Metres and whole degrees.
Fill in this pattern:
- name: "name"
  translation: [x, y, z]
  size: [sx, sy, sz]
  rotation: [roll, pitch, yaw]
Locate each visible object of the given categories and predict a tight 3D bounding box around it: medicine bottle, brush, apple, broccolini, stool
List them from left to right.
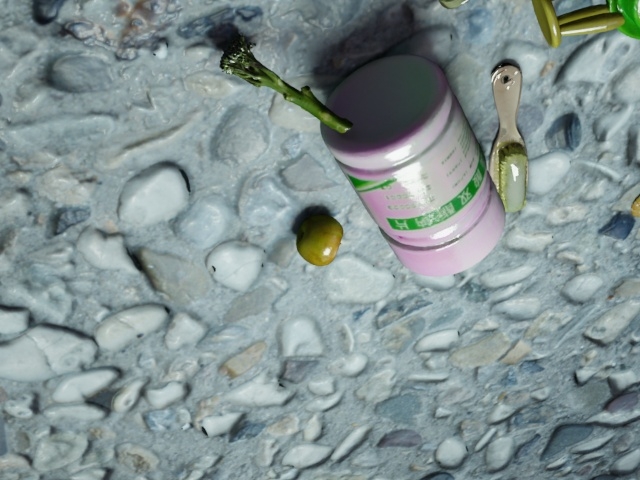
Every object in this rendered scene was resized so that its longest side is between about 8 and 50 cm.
- name: "broccolini"
  translation: [-0.051, -0.218, 1.598]
  size: [0.216, 0.067, 0.058]
  rotation: [33, 139, -8]
- name: "apple"
  translation: [0.000, 0.000, 1.864]
  size: [0.074, 0.090, 0.090]
  rotation: [16, 125, -17]
- name: "medicine bottle"
  translation: [0.154, -0.113, 1.731]
  size: [0.212, 0.212, 0.325]
  rotation: [-28, 135, 6]
- name: "brush"
  translation: [0.328, -0.165, 1.858]
  size: [0.072, 0.067, 0.313]
  rotation: [-15, 133, -6]
- name: "stool"
  translation: [0.385, -0.362, 1.649]
  size: [0.110, 0.134, 0.135]
  rotation: [-19, 155, 7]

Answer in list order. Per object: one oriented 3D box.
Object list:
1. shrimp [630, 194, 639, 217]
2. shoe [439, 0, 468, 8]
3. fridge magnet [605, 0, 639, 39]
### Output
- name: "shrimp"
  translation: [0.648, -0.085, 2.087]
  size: [0.083, 0.023, 0.114]
  rotation: [7, 134, -30]
- name: "shoe"
  translation: [0.252, -0.449, 1.533]
  size: [0.275, 0.103, 0.098]
  rotation: [-41, 121, 17]
- name: "fridge magnet"
  translation: [0.546, -0.401, 1.697]
  size: [0.208, 0.088, 0.208]
  rotation: [-11, 134, -12]
